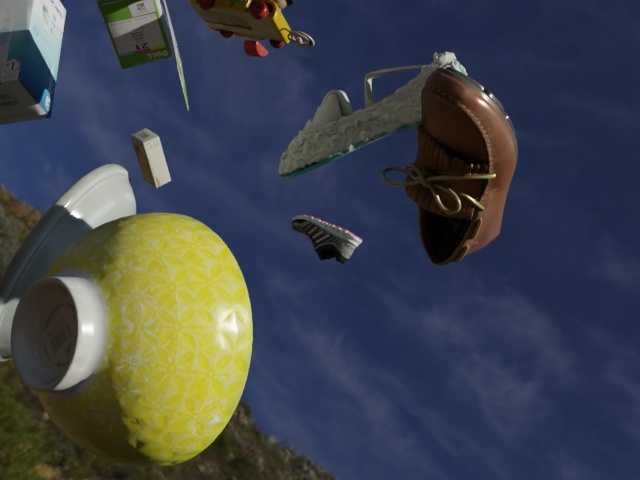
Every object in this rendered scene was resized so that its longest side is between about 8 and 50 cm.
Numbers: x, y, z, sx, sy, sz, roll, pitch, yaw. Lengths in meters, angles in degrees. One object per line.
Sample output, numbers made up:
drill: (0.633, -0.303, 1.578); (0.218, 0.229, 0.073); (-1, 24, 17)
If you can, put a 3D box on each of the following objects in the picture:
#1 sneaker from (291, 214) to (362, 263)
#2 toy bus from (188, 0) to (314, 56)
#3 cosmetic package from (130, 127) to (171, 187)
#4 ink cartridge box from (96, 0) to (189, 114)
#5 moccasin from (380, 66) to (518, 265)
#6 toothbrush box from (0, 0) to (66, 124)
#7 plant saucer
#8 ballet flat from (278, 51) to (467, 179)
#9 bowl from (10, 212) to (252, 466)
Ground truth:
sneaker: (0.000, 0.000, 1.521); (0.170, 0.063, 0.075); (21, -98, 30)
toy bus: (-0.111, -0.393, 1.205); (0.202, 0.104, 0.191); (25, -11, -24)
cosmetic package: (-0.368, -0.178, 1.593); (0.060, 0.041, 0.115); (31, -38, 40)
ink cartridge box: (-0.310, -0.362, 1.300); (0.255, 0.097, 0.189); (82, -7, -48)
moccasin: (0.176, -0.084, 1.015); (0.139, 0.147, 0.380); (42, -15, 22)
toothbrush box: (-0.650, -0.383, 1.471); (0.216, 0.296, 0.126); (-6, -29, 7)
plant saucer: (-0.426, 0.058, 1.298); (0.100, 0.400, 0.400); (31, -46, 1)
ballet flat: (0.088, -0.235, 1.356); (0.408, 0.147, 0.147); (-18, -79, 26)
bowl: (-0.231, 0.102, 0.790); (0.289, 0.156, 0.290); (-6, -101, 35)
